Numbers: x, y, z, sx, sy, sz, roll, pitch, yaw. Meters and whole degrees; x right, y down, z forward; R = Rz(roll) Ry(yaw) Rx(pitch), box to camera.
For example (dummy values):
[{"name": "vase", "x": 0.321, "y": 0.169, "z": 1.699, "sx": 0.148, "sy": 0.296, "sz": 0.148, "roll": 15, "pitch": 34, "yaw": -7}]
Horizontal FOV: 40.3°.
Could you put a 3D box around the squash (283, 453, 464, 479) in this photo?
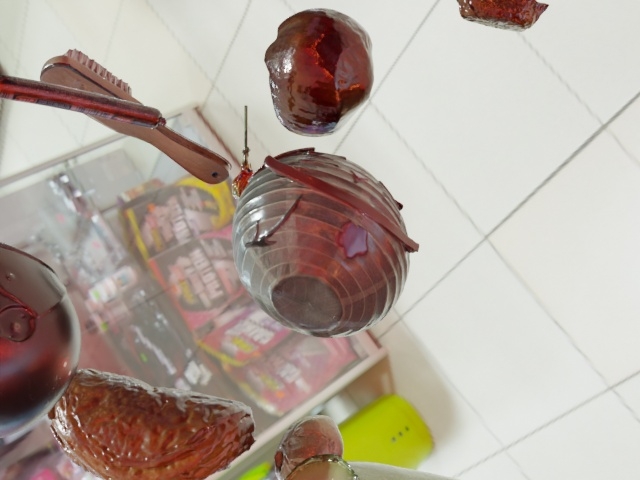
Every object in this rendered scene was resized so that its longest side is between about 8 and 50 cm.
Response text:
[{"name": "squash", "x": 0.125, "y": 0.533, "z": 1.551, "sx": 0.263, "sy": 0.384, "sz": 0.263, "roll": -27, "pitch": 52, "yaw": 42}]

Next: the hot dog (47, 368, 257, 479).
[{"name": "hot dog", "x": -0.312, "y": 0.347, "z": 1.586, "sx": 0.387, "sy": 0.267, "sz": 0.174, "roll": 9, "pitch": 89, "yaw": 18}]

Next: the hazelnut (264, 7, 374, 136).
[{"name": "hazelnut", "x": 0.004, "y": -0.273, "z": 1.397, "sx": 0.170, "sy": 0.202, "sz": 0.160, "roll": 28, "pitch": 154, "yaw": -38}]

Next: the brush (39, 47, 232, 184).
[{"name": "brush", "x": -0.266, "y": -0.185, "z": 1.306, "sx": 0.327, "sy": 0.065, "sz": 0.070, "roll": 32, "pitch": 131, "yaw": -33}]

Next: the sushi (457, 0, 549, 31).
[{"name": "sushi", "x": 0.217, "y": -0.287, "z": 1.051, "sx": 0.061, "sy": 0.117, "sz": 0.060, "roll": -172, "pitch": 93, "yaw": -71}]

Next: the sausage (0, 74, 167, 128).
[{"name": "sausage", "x": -0.249, "y": -0.143, "z": 0.904, "sx": 0.028, "sy": 0.198, "sz": 0.025, "roll": -39, "pitch": 53, "yaw": 44}]

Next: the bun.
[{"name": "bun", "x": -0.032, "y": 0.425, "z": 1.688, "sx": 0.166, "sy": 0.113, "sz": 0.173, "roll": 130, "pitch": 147, "yaw": -52}]

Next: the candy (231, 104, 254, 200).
[{"name": "candy", "x": -0.143, "y": -0.168, "z": 1.679, "sx": 0.060, "sy": 0.060, "sz": 0.201, "roll": -23, "pitch": 64, "yaw": 53}]

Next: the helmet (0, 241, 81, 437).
[{"name": "helmet", "x": -0.360, "y": 0.115, "z": 0.935, "sx": 0.189, "sy": 0.216, "sz": 0.193, "roll": -34, "pitch": 90, "yaw": 37}]

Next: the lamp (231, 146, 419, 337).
[{"name": "lamp", "x": 0.000, "y": 0.000, "z": 1.149, "sx": 0.265, "sy": 0.233, "sz": 0.233, "roll": 33, "pitch": 150, "yaw": -22}]
